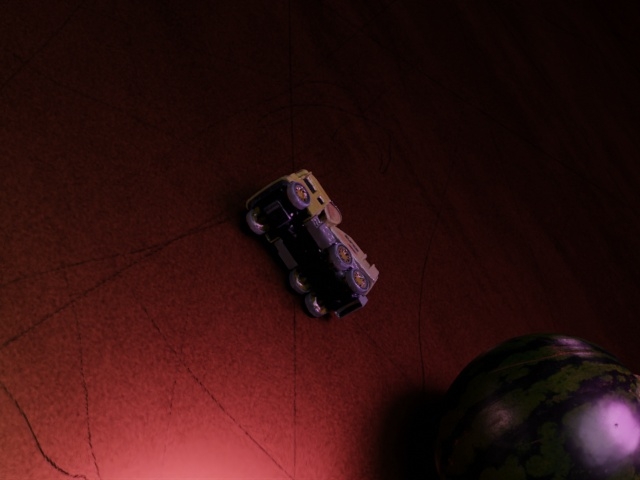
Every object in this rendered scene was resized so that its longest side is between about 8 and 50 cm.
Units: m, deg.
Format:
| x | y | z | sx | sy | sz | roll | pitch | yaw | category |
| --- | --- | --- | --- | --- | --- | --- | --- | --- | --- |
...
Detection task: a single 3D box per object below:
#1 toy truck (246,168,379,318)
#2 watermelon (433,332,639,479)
| x | y | z | sx | sy | sz | roll | pitch | yaw | category |
| --- | --- | --- | --- | --- | --- | --- | --- | --- | --- |
| 0.000 | 0.000 | 1.111 | 0.191 | 0.085 | 0.116 | 55 | 29 | -3 | toy truck |
| 0.278 | 0.254 | 1.055 | 0.285 | 0.285 | 0.285 | 25 | 47 | -30 | watermelon |
